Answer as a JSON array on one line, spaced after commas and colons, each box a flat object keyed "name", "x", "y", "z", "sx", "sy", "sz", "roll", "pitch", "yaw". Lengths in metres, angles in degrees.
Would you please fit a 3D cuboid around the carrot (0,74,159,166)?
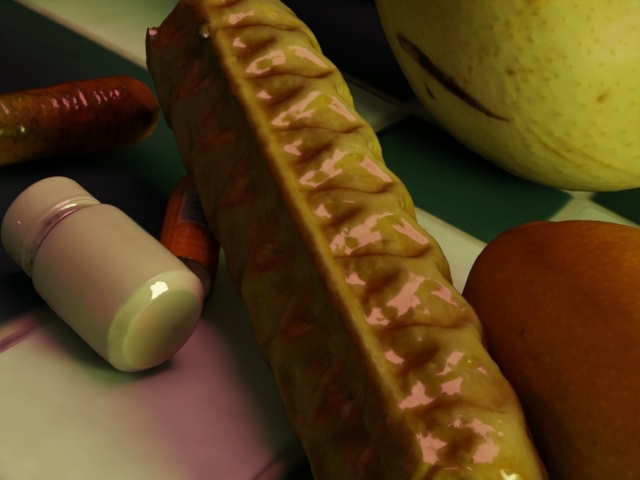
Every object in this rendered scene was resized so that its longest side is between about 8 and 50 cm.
[{"name": "carrot", "x": -0.152, "y": -0.054, "z": 0.738, "sx": 0.042, "sy": 0.042, "sz": 0.170, "roll": 36, "pitch": 35, "yaw": 29}]

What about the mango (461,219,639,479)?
[{"name": "mango", "x": 0.170, "y": 0.090, "z": 0.576, "sx": 0.187, "sy": 0.144, "sz": 0.359, "roll": 15, "pitch": 16, "yaw": -45}]

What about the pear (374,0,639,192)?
[{"name": "pear", "x": 0.173, "y": -0.186, "z": 0.892, "sx": 0.309, "sy": 0.309, "sz": 0.309, "roll": 15, "pitch": 28, "yaw": -8}]

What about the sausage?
[{"name": "sausage", "x": -0.062, "y": -0.005, "z": 0.713, "sx": 0.031, "sy": 0.031, "sz": 0.107, "roll": 16, "pitch": 27, "yaw": -6}]

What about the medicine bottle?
[{"name": "medicine bottle", "x": -0.095, "y": 0.013, "z": 0.634, "sx": 0.052, "sy": 0.052, "sz": 0.089, "roll": -12, "pitch": 41, "yaw": -46}]

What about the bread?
[{"name": "bread", "x": 0.000, "y": 0.001, "z": 0.647, "sx": 0.084, "sy": 0.077, "sz": 0.367, "roll": -13, "pitch": 44, "yaw": -13}]
